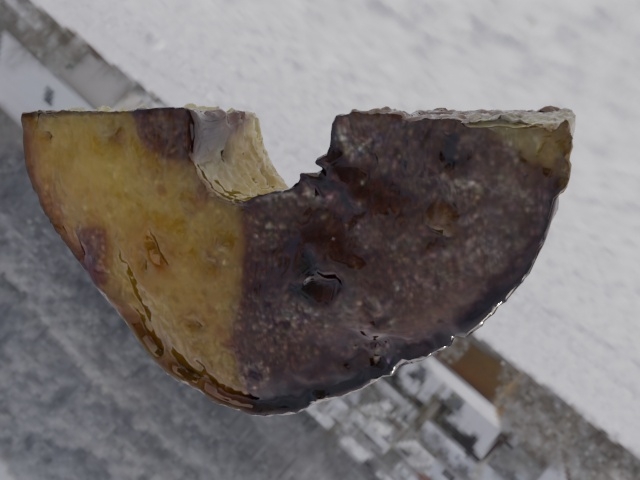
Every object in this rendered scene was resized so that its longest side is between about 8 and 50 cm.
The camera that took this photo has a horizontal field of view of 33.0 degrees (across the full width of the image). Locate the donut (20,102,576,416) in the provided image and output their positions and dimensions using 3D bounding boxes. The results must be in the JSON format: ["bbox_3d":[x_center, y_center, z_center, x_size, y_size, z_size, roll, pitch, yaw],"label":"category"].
[{"bbox_3d":[0.000,0.000,0.539,0.295,0.112,0.151,5,109,33],"label":"donut"}]
